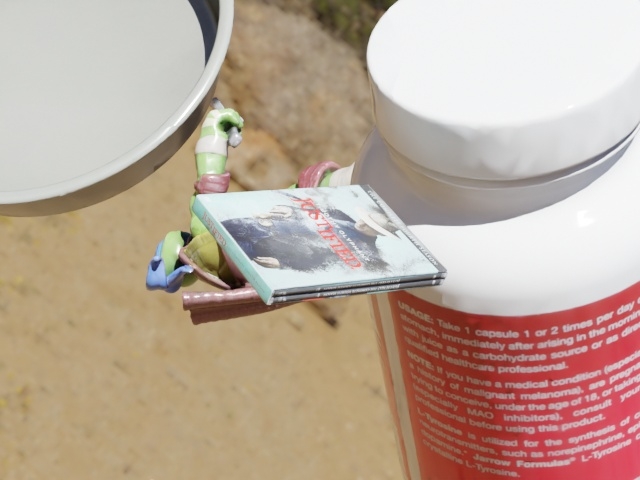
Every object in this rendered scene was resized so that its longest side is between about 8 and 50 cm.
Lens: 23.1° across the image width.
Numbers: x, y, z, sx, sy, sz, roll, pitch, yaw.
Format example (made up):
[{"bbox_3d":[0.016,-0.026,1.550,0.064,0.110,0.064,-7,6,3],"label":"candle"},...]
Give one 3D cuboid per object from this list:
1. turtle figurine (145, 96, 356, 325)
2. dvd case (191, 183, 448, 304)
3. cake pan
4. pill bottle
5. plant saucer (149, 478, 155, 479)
[{"bbox_3d":[-0.019,-0.044,1.461,0.274,0.266,0.198,-28,107,-54],"label":"turtle figurine"},{"bbox_3d":[0.000,0.000,0.856,0.119,0.013,0.087,-3,38,-36],"label":"dvd case"},{"bbox_3d":[-0.202,-0.138,1.155,0.293,0.293,0.054,43,-15,29],"label":"cake pan"},{"bbox_3d":[0.144,0.026,1.073,0.229,0.229,0.408,45,-24,44],"label":"pill bottle"},{"bbox_3d":[-0.123,0.179,0.939,0.013,0.083,0.083,39,7,7],"label":"plant saucer"}]
